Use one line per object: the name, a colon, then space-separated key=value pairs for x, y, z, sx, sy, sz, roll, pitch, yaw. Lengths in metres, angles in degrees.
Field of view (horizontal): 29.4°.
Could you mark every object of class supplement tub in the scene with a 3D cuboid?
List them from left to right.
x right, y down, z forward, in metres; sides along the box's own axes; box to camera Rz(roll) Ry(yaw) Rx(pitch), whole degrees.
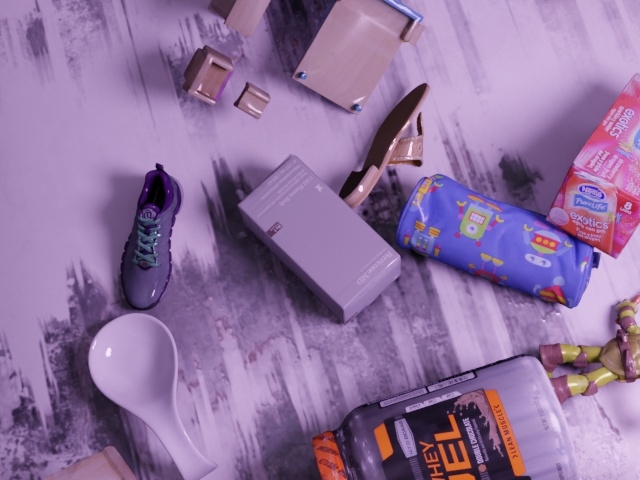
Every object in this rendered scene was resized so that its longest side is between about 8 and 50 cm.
supplement tub: x=0.171 y=0.301 z=1.704 sx=0.338 sy=0.207 sz=0.207 roll=-19 pitch=73 yaw=0

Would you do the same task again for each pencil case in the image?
pencil case: x=0.269 y=-0.004 z=1.828 sx=0.306 sy=0.119 sz=0.133 roll=19 pitch=85 yaw=11

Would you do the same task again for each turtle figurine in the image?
turtle figurine: x=0.433 y=0.186 z=1.749 sx=0.217 sy=0.087 sz=0.269 roll=-13 pitch=54 yaw=8

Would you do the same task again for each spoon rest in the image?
spoon rest: x=-0.248 y=0.232 z=1.828 sx=0.137 sy=0.084 sz=0.276 roll=-32 pitch=74 yaw=-5

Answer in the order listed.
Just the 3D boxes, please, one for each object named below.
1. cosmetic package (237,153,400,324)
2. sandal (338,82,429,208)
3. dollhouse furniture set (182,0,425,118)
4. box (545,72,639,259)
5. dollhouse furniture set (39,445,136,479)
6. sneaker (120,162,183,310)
cosmetic package: x=0.000 y=0.000 z=1.863 sx=0.238 sy=0.107 sz=0.127 roll=42 pitch=79 yaw=18
sandal: x=0.122 y=-0.131 z=1.913 sx=0.079 sy=0.088 sz=0.240 roll=41 pitch=70 yaw=-19
dollhouse furniture set: x=-0.030 y=-0.311 z=1.979 sx=0.303 sy=0.198 sz=0.286 roll=26 pitch=100 yaw=-19
box: x=0.449 y=-0.112 z=1.788 sx=0.123 sy=0.128 sz=0.257 roll=30 pitch=50 yaw=14
dollhouse furniture set: x=-0.300 y=0.518 z=1.642 sx=0.394 sy=0.256 sz=0.362 roll=52 pitch=125 yaw=13
sneaker: x=-0.272 y=-0.007 z=1.892 sx=0.083 sy=0.098 sz=0.223 roll=5 pitch=74 yaw=7
